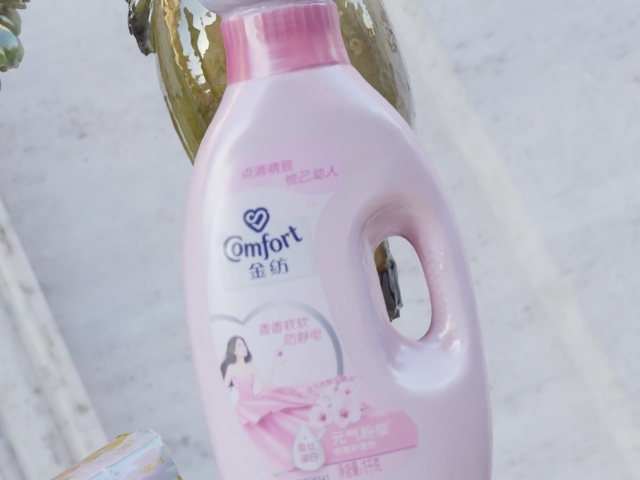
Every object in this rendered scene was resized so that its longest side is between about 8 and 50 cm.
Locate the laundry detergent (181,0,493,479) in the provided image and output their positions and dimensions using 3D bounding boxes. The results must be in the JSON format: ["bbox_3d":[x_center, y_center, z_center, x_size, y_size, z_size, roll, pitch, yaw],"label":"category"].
[{"bbox_3d":[0.000,0.000,0.799,0.159,0.335,0.088,-9,4,-3],"label":"laundry detergent"}]

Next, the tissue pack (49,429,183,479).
[{"bbox_3d":[-0.233,0.327,1.498,0.225,0.185,0.124,-29,7,-36],"label":"tissue pack"}]

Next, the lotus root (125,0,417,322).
[{"bbox_3d":[-0.014,-0.074,0.995,0.183,0.309,0.183,-20,7,3],"label":"lotus root"}]

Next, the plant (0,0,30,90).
[{"bbox_3d":[-0.398,-0.273,1.283,0.297,0.305,0.261,9,-27,-7],"label":"plant"}]
